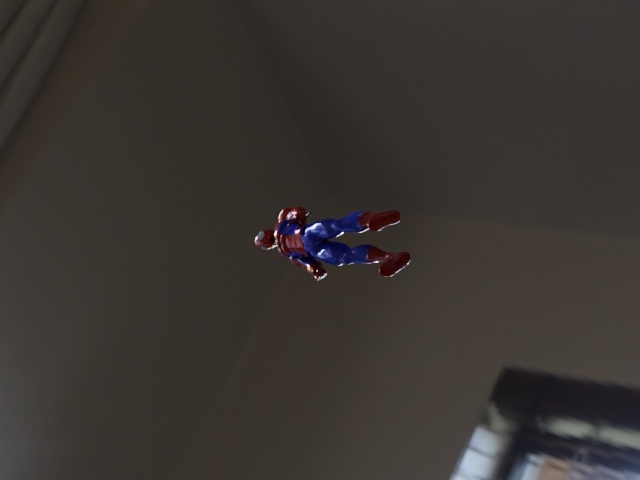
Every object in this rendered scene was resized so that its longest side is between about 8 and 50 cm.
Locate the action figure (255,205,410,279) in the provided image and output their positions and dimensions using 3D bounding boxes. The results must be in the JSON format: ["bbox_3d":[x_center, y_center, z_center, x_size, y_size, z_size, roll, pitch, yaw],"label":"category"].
[{"bbox_3d":[0.000,0.000,0.802,0.115,0.030,0.038,2,-66,58],"label":"action figure"}]
